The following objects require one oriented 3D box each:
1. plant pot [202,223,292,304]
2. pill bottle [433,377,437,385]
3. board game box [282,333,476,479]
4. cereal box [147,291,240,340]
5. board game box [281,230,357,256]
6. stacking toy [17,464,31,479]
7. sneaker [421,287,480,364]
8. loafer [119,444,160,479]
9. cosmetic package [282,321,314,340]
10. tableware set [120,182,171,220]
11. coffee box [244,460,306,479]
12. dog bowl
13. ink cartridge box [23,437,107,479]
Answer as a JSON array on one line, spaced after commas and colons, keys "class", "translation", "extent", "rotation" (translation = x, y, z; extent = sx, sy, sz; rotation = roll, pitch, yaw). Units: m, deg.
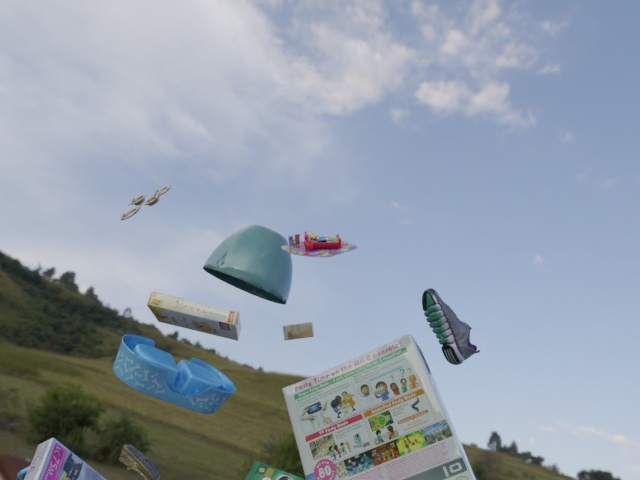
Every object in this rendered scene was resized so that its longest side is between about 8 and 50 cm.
[{"class": "plant pot", "translation": [-0.207, 0.062, 1.645], "extent": [0.291, 0.195, 0.290], "rotation": [22, -15, 6]}, {"class": "pill bottle", "translation": [0.213, 0.550, 1.760], "extent": [0.361, 0.204, 0.204], "rotation": [-1, -22, -24]}, {"class": "board game box", "translation": [0.094, 0.321, 0.725], "extent": [0.224, 0.303, 0.097], "rotation": [-26, -32, 10]}, {"class": "cereal box", "translation": [-0.342, 0.213, 1.404], "extent": [0.240, 0.047, 0.173], "rotation": [13, -26, 1]}, {"class": "board game box", "translation": [0.000, 0.000, 1.117], "extent": [0.133, 0.033, 0.169], "rotation": [12, 17, 38]}, {"class": "stacking toy", "translation": [-0.913, 0.909, 1.747], "extent": [0.301, 0.166, 0.175], "rotation": [54, -28, 32]}, {"class": "sneaker", "translation": [0.366, 0.232, 1.429], "extent": [0.098, 0.223, 0.083], "rotation": [-19, -6, -21]}, {"class": "loafer", "translation": [-0.532, 0.663, 1.485], "extent": [0.148, 0.050, 0.056], "rotation": [34, -4, 22]}, {"class": "cosmetic package", "translation": [-0.085, 0.350, 1.959], "extent": [0.115, 0.060, 0.041], "rotation": [-9, -6, 4]}, {"class": "tableware set", "translation": [-0.522, -0.119, 1.510], "extent": [0.169, 0.141, 0.020], "rotation": [-25, -64, 11]}, {"class": "coffee box", "translation": [-0.110, 0.653, 1.310], "extent": [0.184, 0.113, 0.040], "rotation": [13, -68, 14]}, {"class": "dog bowl", "translation": [-0.343, 0.317, 1.181], "extent": [0.297, 0.074, 0.166], "rotation": [33, -5, -30]}, {"class": "ink cartridge box", "translation": [-0.653, 0.693, 1.346], "extent": [0.065, 0.185, 0.311], "rotation": [-25, -60, 6]}]
